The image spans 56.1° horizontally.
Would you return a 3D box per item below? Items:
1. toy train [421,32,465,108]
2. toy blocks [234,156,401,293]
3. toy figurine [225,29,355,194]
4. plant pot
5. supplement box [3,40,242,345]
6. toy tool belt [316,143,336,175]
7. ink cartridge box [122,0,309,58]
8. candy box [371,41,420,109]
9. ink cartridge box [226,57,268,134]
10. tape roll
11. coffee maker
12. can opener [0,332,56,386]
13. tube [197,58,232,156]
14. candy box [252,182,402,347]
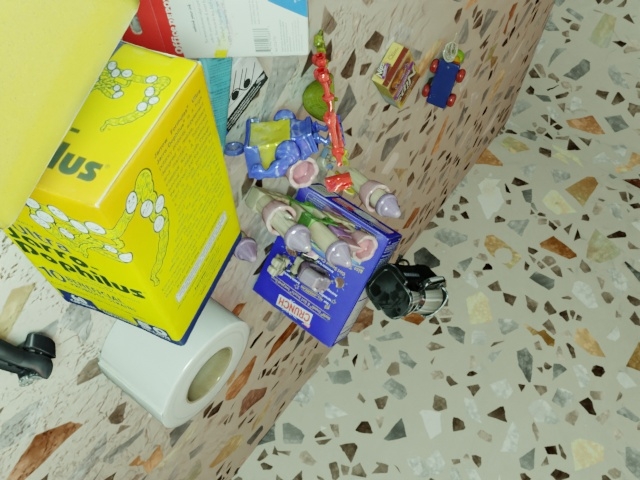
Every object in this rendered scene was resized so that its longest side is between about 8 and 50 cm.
[{"bbox_3d":[0.400,-0.539,1.819,0.143,0.105,0.248,-56,165,-41],"label":"toy train"},{"bbox_3d":[0.000,0.000,1.247,0.288,0.260,0.309,13,112,-42],"label":"toy blocks"},{"bbox_3d":[-0.073,-0.214,1.070,0.363,0.217,0.191,-96,171,-49],"label":"toy figurine"},{"bbox_3d":[-0.305,-0.165,0.432,0.212,0.212,0.187,-58,150,3],"label":"plant pot"},{"bbox_3d":[-0.240,-0.047,0.724,0.357,0.194,0.195,88,23,-60],"label":"supplement box"},{"bbox_3d":[0.028,-0.203,1.464,0.083,0.051,0.052,-63,162,17],"label":"toy tool belt"},{"bbox_3d":[-0.130,-0.295,0.726,0.134,0.230,0.078,89,0,-60],"label":"ink cartridge box"},{"bbox_3d":[0.198,-0.420,1.548,0.109,0.053,0.186,-60,164,5],"label":"candy box"},{"bbox_3d":[-0.170,-0.208,0.942,0.207,0.046,0.097,-55,160,-7],"label":"ink cartridge box"},{"bbox_3d":[-0.278,0.215,1.173,0.246,0.169,0.246,-50,161,-24],"label":"tape roll"},{"bbox_3d":[0.190,0.109,1.420,0.178,0.171,0.120,7,109,-51],"label":"coffee maker"},{"bbox_3d":[-0.444,0.164,0.853,0.059,0.073,0.186,-18,158,6],"label":"can opener"},{"bbox_3d":[-0.158,-0.186,0.869,0.080,0.052,0.207,-53,160,-56],"label":"tube"},{"bbox_3d":[0.011,0.058,1.507,0.122,0.268,0.317,-9,129,-63],"label":"candy box"}]
